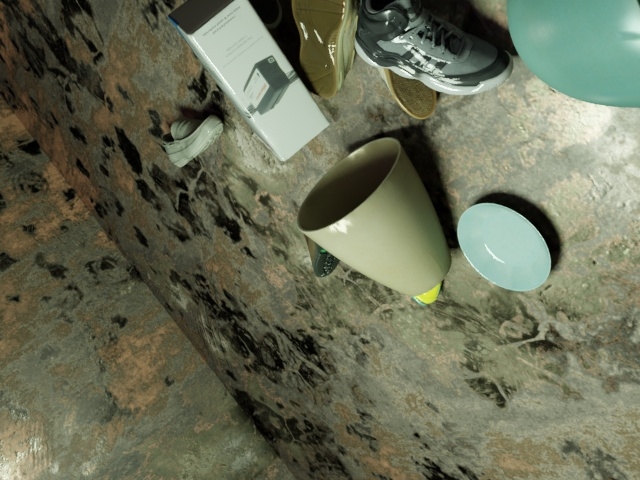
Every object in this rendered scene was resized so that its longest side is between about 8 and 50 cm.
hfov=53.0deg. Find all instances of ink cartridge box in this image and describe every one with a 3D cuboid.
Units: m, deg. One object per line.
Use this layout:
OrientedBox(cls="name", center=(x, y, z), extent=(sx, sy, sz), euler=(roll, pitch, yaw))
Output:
OrientedBox(cls="ink cartridge box", center=(-0.141, -0.335, 1.267), extent=(0.307, 0.129, 0.223), euler=(52, 178, -35))

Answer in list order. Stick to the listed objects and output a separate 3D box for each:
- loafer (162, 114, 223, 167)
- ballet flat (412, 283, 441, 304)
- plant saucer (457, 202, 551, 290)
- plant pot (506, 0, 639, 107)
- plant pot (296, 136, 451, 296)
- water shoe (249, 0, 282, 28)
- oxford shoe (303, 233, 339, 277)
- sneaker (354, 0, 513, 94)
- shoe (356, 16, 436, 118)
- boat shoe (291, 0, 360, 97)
OrientedBox(cls="loafer", center=(-0.362, -0.286, 1.762), extent=(0.111, 0.112, 0.319), euler=(51, 150, -14))
OrientedBox(cls="ballet flat", center=(0.178, 0.051, 1.457), extent=(0.231, 0.077, 0.077), euler=(39, 125, 16))
OrientedBox(cls="plant saucer", center=(0.350, 0.006, 1.208), extent=(0.195, 0.037, 0.195), euler=(33, 145, 28))
OrientedBox(cls="plant pot", center=(0.350, -0.281, 0.703), extent=(0.293, 0.293, 0.235), euler=(60, 163, -12))
OrientedBox(cls="plant pot", center=(0.138, -0.021, 1.294), extent=(0.274, 0.256, 0.256), euler=(46, 152, -23))
OrientedBox(cls="water shoe", center=(-0.152, -0.504, 1.332), extent=(0.203, 0.073, 0.080), euler=(44, 175, 10))
OrientedBox(cls="oxford shoe", center=(0.000, 0.000, 1.634), extent=(0.096, 0.083, 0.227), euler=(49, 153, 41))
OrientedBox(cls="sneaker", center=(0.164, -0.320, 0.989), extent=(0.269, 0.101, 0.153), euler=(22, 164, 21))
OrientedBox(cls="shoe", center=(0.139, -0.317, 1.143), extent=(0.219, 0.076, 0.058), euler=(57, -167, -13))
OrientedBox(cls="boat shoe", center=(0.020, -0.401, 1.155), extent=(0.109, 0.098, 0.302), euler=(25, 146, 19))
